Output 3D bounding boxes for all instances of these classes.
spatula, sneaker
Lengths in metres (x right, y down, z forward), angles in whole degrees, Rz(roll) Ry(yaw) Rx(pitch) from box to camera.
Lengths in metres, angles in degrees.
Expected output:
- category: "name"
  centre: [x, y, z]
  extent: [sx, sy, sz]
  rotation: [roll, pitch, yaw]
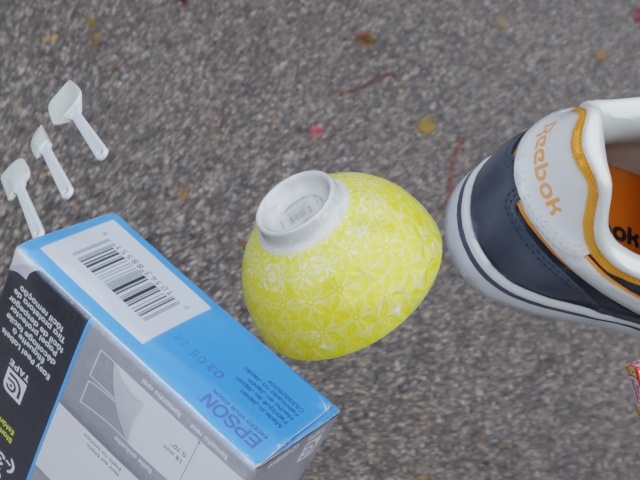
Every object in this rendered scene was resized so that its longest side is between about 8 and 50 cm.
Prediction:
- category: "spatula"
  centre: [-0.331, -0.102, 1.297]
  extent: [0.019, 0.242, 0.168]
  rotation: [38, 94, -33]
- category: "sneaker"
  centre: [0.238, 0.003, 0.572]
  extent: [0.321, 0.127, 0.126]
  rotation: [8, 67, -19]

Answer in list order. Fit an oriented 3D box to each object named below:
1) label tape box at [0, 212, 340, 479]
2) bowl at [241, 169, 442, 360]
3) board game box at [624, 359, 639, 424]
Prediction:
- category: "label tape box"
  centre: [-0.163, 0.184, 0.829]
  extent: [0.241, 0.333, 0.106]
  rotation: [39, 35, 18]
- category: "bowl"
  centre: [0.000, 0.000, 1.403]
  extent: [0.289, 0.290, 0.156]
  rotation: [-56, 131, -25]
- category: "board game box"
  centre: [0.654, 0.299, 1.937]
  extent: [0.147, 0.045, 0.193]
  rotation: [-18, 98, -13]
